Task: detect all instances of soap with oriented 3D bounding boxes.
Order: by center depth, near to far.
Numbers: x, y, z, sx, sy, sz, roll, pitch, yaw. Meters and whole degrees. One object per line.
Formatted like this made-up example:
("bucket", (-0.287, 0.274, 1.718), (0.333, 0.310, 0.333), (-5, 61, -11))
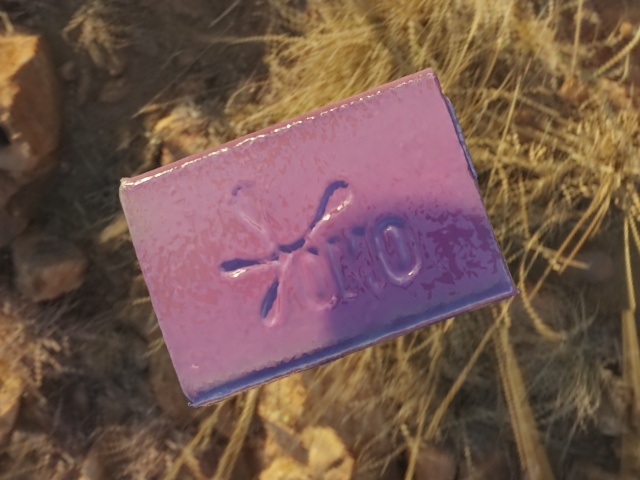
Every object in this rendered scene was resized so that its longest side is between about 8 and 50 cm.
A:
("soap", (0.000, 0.000, 0.983), (0.259, 0.081, 0.181), (-19, 83, 6))
